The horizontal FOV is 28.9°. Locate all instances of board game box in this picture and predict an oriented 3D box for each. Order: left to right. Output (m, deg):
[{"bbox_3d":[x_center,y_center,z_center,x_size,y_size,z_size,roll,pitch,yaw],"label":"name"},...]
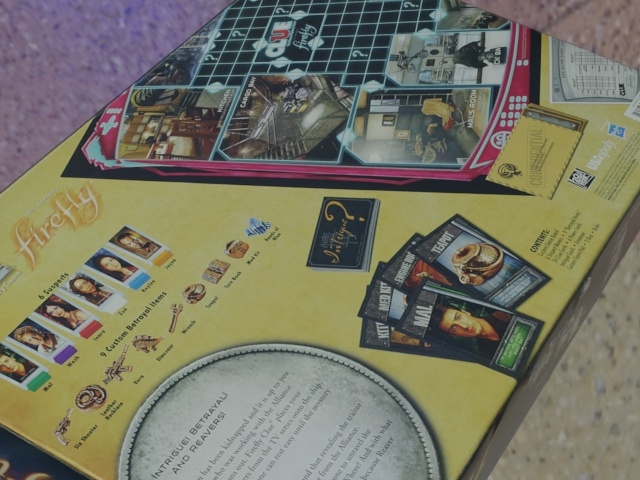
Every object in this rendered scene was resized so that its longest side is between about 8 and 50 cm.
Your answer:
[{"bbox_3d":[0.000,0.000,0.395,0.165,0.042,0.243,26,49,19],"label":"board game box"}]
